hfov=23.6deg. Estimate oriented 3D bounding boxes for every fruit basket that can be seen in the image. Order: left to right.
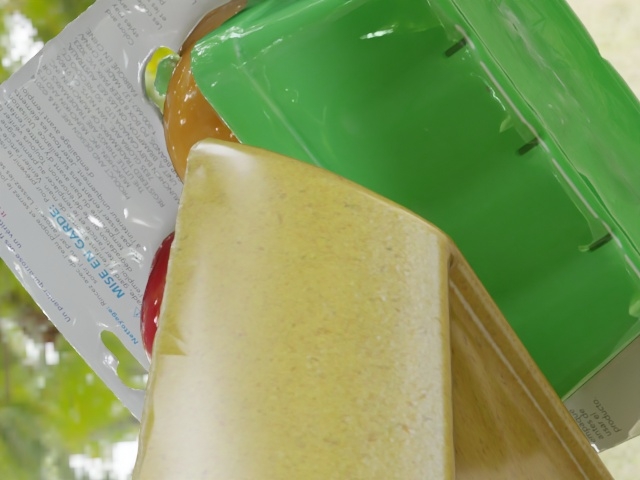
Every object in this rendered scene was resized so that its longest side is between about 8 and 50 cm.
[{"bbox_3d":[0.000,0.000,0.773,0.327,0.353,0.165,51,-137,-7],"label":"fruit basket"}]

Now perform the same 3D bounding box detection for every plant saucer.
[{"bbox_3d":[0.063,0.158,0.513,0.333,0.081,0.333,53,-157,-31],"label":"plant saucer"}]
